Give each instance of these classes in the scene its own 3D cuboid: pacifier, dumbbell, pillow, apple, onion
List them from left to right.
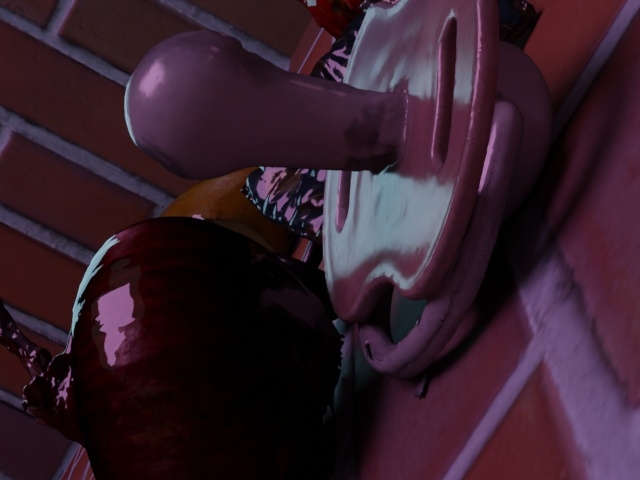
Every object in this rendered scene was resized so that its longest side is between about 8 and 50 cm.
[{"bbox_3d":[-0.121,0.111,0.987,0.273,0.285,0.273,-6,-90,-88],"label":"onion"},{"bbox_3d":[-0.129,0.022,1.753,0.179,0.254,0.346,63,142,24],"label":"apple"},{"bbox_3d":[0.000,0.000,1.163,0.209,0.099,0.099,-66,9,-17],"label":"dumbbell"},{"bbox_3d":[0.029,-0.069,0.872,0.220,0.273,0.332,-48,5,-17],"label":"pacifier"},{"bbox_3d":[0.046,-0.112,1.094,0.189,0.034,0.256,30,86,49],"label":"pillow"}]

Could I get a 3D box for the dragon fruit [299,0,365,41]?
[{"bbox_3d":[0.057,-0.308,1.460,0.210,0.205,0.268,0,94,37],"label":"dragon fruit"}]
